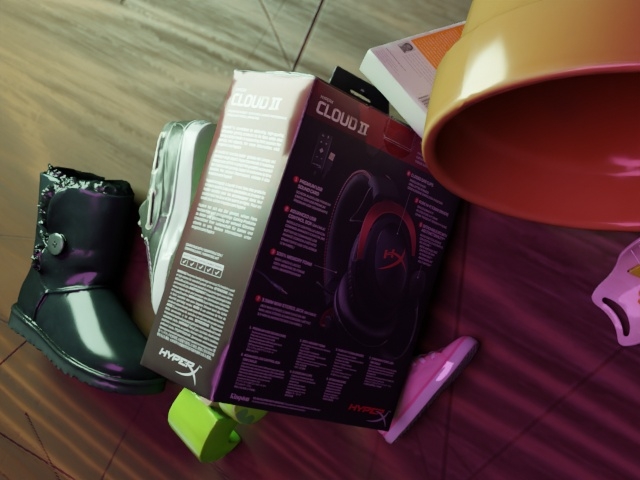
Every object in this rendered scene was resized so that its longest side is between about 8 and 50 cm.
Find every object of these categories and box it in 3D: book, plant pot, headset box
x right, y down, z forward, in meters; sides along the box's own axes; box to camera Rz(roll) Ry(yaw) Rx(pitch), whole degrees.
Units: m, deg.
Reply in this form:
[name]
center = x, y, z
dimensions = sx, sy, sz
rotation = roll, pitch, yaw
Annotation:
[book]
center = 0.118, -0.141, 0.839
dimensions = 0.096, 0.144, 0.035
rotation = 52, 139, 20
[plant pot]
center = 0.228, -0.147, 0.712
dimensions = 0.291, 0.291, 0.203
rotation = -3, 71, 30
[headset box]
center = 0.000, 0.000, 0.833
dimensions = 0.110, 0.218, 0.293
rotation = 15, 87, 46

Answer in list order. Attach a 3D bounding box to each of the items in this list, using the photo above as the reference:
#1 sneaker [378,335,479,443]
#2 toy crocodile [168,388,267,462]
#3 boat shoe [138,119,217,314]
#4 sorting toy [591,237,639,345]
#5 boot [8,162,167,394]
[sneaker]
center = 0.084, 0.123, 0.901
dimensions = 0.070, 0.051, 0.134
rotation = 46, 114, 18
[toy crocodile]
center = -0.064, 0.068, 0.969
dimensions = 0.115, 0.105, 0.341
rotation = 25, 96, 36
[boat shoe]
center = -0.156, -0.022, 1.039
dimensions = 0.070, 0.078, 0.219
rotation = 6, 83, 30
[sorting toy]
center = 0.269, 0.050, 0.804
dimensions = 0.075, 0.045, 0.083
rotation = -39, 70, 31
[boot]
center = -0.249, 0.038, 1.075
dimensions = 0.246, 0.094, 0.207
rotation = 24, 104, 35
